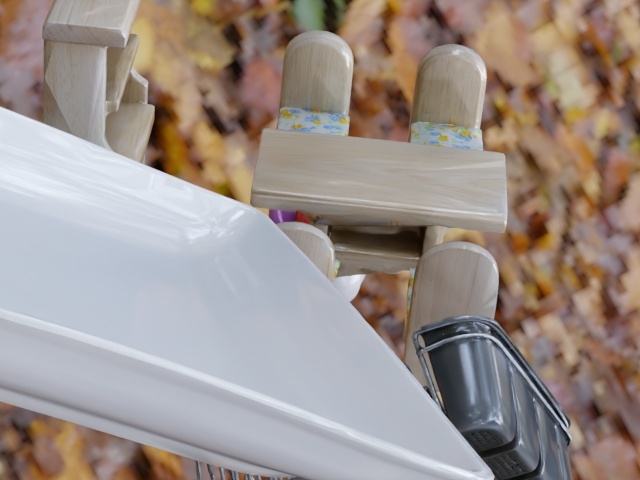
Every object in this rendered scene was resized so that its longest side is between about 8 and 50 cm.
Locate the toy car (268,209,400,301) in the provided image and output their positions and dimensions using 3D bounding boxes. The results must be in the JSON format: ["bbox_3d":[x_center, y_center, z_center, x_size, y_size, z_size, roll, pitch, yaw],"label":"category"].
[{"bbox_3d":[0.000,0.000,1.940,0.159,0.182,0.136,-28,93,-48],"label":"toy car"}]

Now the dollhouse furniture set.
[{"bbox_3d":[-0.031,-0.092,1.594,0.362,0.394,0.256,-83,179,-57],"label":"dollhouse furniture set"}]

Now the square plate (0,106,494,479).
[{"bbox_3d":[-0.136,0.001,0.791,0.347,0.049,0.344,20,12,-23],"label":"square plate"}]

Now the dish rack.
[{"bbox_3d":[0.010,0.151,1.099,0.208,0.272,0.074,49,24,-56],"label":"dish rack"}]
